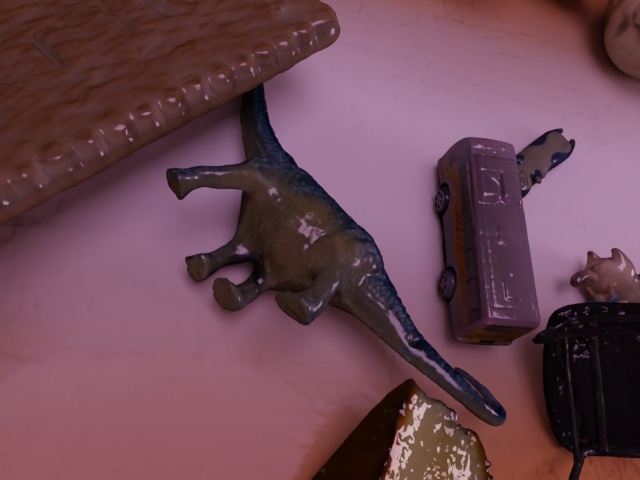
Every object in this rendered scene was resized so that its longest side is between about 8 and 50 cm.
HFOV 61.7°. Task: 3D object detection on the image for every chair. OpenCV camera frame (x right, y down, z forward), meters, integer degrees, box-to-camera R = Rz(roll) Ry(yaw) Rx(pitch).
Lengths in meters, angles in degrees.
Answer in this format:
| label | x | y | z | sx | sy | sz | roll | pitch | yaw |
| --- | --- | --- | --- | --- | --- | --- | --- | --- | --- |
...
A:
| label | x | y | z | sx | sy | sz | roll | pitch | yaw |
| --- | --- | --- | --- | --- | --- | --- | --- | --- | --- |
| chair | 0.243 | 0.105 | 0.397 | 0.145 | 0.221 | 0.140 | -6 | 93 | 23 |

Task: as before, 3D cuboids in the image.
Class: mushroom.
| label | x | y | z | sx | sy | sz | roll | pitch | yaw |
| --- | --- | --- | --- | --- | --- | --- | --- | --- | --- |
| mushroom | 0.394 | -0.251 | 0.601 | 0.154 | 0.122 | 0.154 | 5 | 68 | -11 |

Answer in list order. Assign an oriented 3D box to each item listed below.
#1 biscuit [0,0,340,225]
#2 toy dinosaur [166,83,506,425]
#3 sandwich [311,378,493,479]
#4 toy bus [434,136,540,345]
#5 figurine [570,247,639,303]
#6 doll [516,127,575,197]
| label | x | y | z | sx | sy | sz | roll | pitch | yaw |
| --- | --- | --- | --- | --- | --- | --- | --- | --- | --- |
| biscuit | -0.164 | -0.138 | 0.387 | 0.217 | 0.044 | 0.325 | 40 | 61 | 19 |
| toy dinosaur | -0.010 | 0.001 | 0.384 | 0.147 | 0.076 | 0.362 | -26 | 72 | -38 |
| sandwich | 0.022 | 0.209 | 0.305 | 0.090 | 0.088 | 0.244 | 34 | 58 | -12 |
| toy bus | 0.132 | -0.004 | 0.437 | 0.058 | 0.072 | 0.171 | 7 | 65 | -11 |
| figurine | 0.259 | 0.050 | 0.476 | 0.051 | 0.047 | 0.083 | -42 | 93 | -13 |
| doll | 0.207 | -0.076 | 0.516 | 0.125 | 0.027 | 0.037 | -36 | 76 | -27 |
